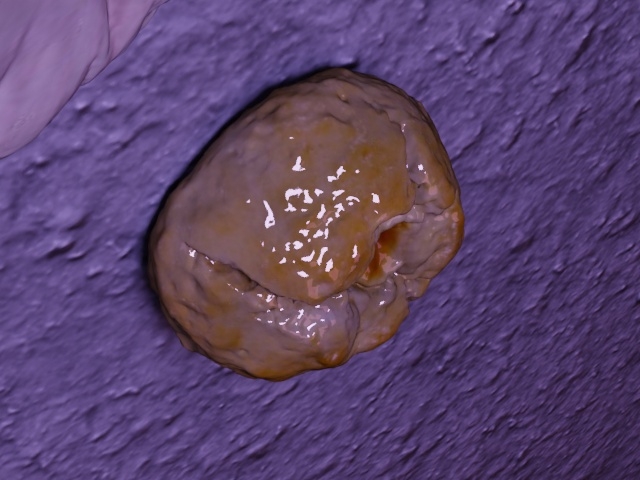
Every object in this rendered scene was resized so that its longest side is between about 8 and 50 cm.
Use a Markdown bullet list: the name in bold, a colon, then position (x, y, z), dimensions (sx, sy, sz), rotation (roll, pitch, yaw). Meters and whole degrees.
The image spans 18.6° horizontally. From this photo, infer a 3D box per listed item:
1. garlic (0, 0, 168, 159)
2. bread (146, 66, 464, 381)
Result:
- **garlic**: position (-0.168, -0.157, 0.710), dimensions (0.317, 0.259, 0.318), rotation (-13, 108, -48)
- **bread**: position (0.000, 0.000, 1.348), dimensions (0.244, 0.134, 0.244), rotation (-37, 150, -25)
